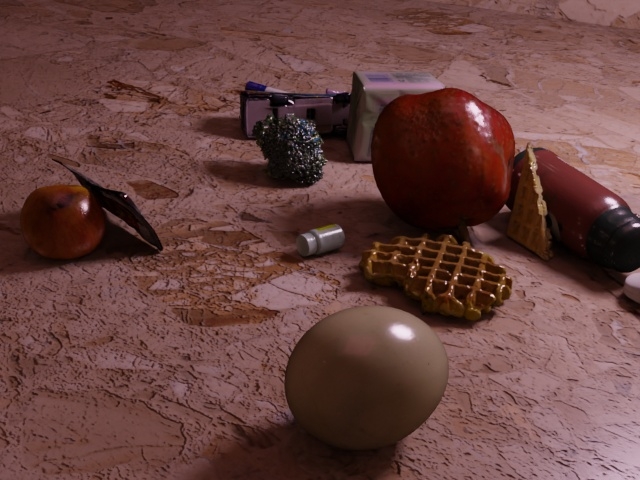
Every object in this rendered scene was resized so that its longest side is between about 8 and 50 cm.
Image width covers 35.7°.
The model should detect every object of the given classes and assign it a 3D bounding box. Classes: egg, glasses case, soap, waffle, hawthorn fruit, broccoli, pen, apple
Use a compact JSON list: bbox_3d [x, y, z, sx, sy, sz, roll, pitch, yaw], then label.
[{"bbox_3d":[0.064,0.178,1.305,0.242,0.185,0.186,-6,27,-40],"label":"egg"},{"bbox_3d":[0.617,0.103,1.707,0.193,0.049,0.074,21,31,27],"label":"glasses case"},{"bbox_3d":[0.167,-0.279,2.239,0.200,0.182,0.138,-1,25,-12],"label":"soap"},{"bbox_3d":[0.200,0.061,1.709,0.249,0.056,0.253,-4,29,-18],"label":"waffle"},{"bbox_3d":[0.239,-0.140,1.892,0.276,0.299,0.275,-11,-12,-2],"label":"hawthorn fruit"},{"bbox_3d":[-0.065,-0.190,2.102,0.167,0.154,0.160,7,-13,4],"label":"broccoli"},{"bbox_3d":[-0.074,-0.358,2.520,0.269,0.033,0.033,20,30,25],"label":"pen"},{"bbox_3d":[-0.442,-0.038,1.706,0.147,0.146,0.146,4,27,-2],"label":"apple"},{"bbox_3d":[0.411,-0.073,1.862,0.032,0.190,0.125,-6,28,-29],"label":"waffle"}]

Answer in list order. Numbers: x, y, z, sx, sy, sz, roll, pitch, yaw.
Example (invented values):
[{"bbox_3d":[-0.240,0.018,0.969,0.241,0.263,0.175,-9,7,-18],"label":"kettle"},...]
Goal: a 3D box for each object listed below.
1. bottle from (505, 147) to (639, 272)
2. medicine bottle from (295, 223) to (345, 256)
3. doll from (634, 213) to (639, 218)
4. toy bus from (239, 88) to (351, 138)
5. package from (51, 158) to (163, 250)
[{"bbox_3d":[0.493,-0.056,1.894,0.144,0.143,0.336,-9,30,-26],"label":"bottle"},{"bbox_3d":[0.000,0.000,1.801,0.083,0.047,0.047,-15,33,-35],"label":"medicine bottle"},{"bbox_3d":[0.612,-0.031,1.989,0.085,0.040,0.058,9,37,7],"label":"doll"},{"bbox_3d":[-0.031,-0.304,2.345,0.317,0.112,0.138,-2,17,-15],"label":"toy bus"},{"bbox_3d":[-0.377,-0.071,1.782,0.030,0.154,0.239,-47,47,-13],"label":"package"}]
